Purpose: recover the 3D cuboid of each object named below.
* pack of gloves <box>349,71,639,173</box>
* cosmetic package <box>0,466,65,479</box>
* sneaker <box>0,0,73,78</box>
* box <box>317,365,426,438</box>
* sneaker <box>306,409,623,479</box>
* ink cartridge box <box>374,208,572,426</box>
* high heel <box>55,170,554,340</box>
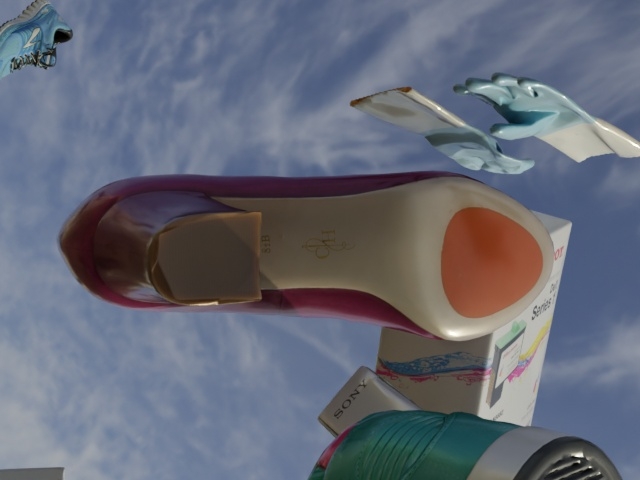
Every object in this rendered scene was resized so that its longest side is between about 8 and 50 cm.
[{"bbox_3d":[0.174,-0.095,0.952,0.195,0.232,0.046,-8,-111,46],"label":"pack of gloves"},{"bbox_3d":[-0.305,0.228,0.561,0.113,0.310,0.160,-102,-166,-53],"label":"cosmetic package"},{"bbox_3d":[-0.375,-0.248,1.246,0.073,0.162,0.063,38,-39,-8],"label":"sneaker"},{"bbox_3d":[0.151,0.237,0.681,0.232,0.058,0.322,32,-16,47],"label":"box"},{"bbox_3d":[0.071,0.197,0.483,0.178,0.124,0.295,11,-51,48],"label":"sneaker"},{"bbox_3d":[0.150,0.110,0.986,0.117,0.201,0.278,16,-73,28],"label":"ink cartridge box"},{"bbox_3d":[0.000,0.000,0.734,0.181,0.377,0.127,11,-86,55],"label":"high heel"}]
